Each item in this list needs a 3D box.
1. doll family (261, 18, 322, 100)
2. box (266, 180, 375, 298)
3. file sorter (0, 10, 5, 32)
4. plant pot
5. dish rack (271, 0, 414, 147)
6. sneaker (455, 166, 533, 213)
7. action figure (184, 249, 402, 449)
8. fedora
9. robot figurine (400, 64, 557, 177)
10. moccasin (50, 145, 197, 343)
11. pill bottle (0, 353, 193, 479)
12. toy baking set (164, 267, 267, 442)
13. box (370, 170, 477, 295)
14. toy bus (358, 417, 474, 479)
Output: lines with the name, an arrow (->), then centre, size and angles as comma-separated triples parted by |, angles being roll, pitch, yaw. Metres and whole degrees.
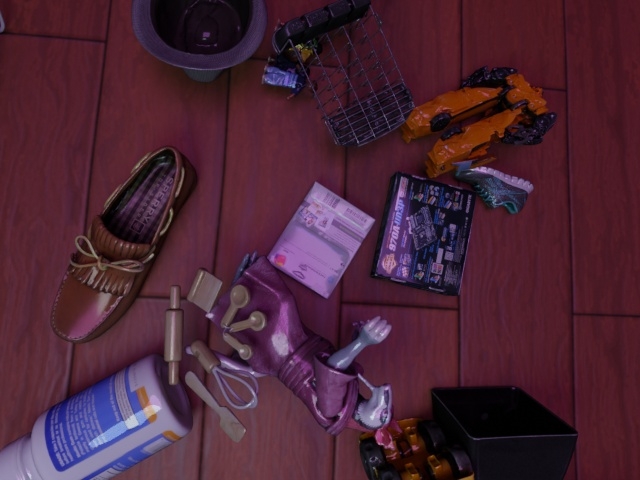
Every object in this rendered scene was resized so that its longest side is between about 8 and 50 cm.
doll family -> -0.049, -0.370, 0.902 | 0.111, 0.076, 0.193 | 14, 87, -9
box -> 0.000, 0.000, 0.876 | 0.145, 0.038, 0.186 | 32, 80, -2
file sorter -> -0.681, -0.361, 0.720 | 0.173, 0.193, 0.278 | 11, 56, -11
plant pot -> 0.316, 0.385, 0.802 | 0.188, 0.187, 0.167 | 2, 95, -7
dish rack -> 0.055, -0.323, 0.855 | 0.208, 0.074, 0.272 | -29, 99, -13
sneaker -> 0.358, -0.104, 0.920 | 0.166, 0.065, 0.076 | 17, 86, -2
action figure -> -0.032, 0.196, 0.699 | 0.275, 0.248, 0.370 | -44, 66, -9
fedora -> -0.226, -0.411, 0.855 | 0.243, 0.124, 0.276 | 0, 75, -9
robot figurine -> 0.324, -0.246, 0.906 | 0.290, 0.085, 0.211 | -23, 67, -8
moccasin -> -0.346, 0.004, 0.780 | 0.139, 0.147, 0.380 | 35, 81, -1
pill bottle -> -0.369, 0.319, 0.737 | 0.272, 0.152, 0.152 | -27, 87, -9
toy baking set -> -0.172, 0.173, 0.687 | 0.196, 0.030, 0.256 | 3, 88, 30
box -> 0.209, -0.013, 0.895 | 0.175, 0.051, 0.220 | 13, 82, -5
toy bus -> 0.169, 0.445, 0.757 | 0.149, 0.220, 0.212 | -10, 91, -11
